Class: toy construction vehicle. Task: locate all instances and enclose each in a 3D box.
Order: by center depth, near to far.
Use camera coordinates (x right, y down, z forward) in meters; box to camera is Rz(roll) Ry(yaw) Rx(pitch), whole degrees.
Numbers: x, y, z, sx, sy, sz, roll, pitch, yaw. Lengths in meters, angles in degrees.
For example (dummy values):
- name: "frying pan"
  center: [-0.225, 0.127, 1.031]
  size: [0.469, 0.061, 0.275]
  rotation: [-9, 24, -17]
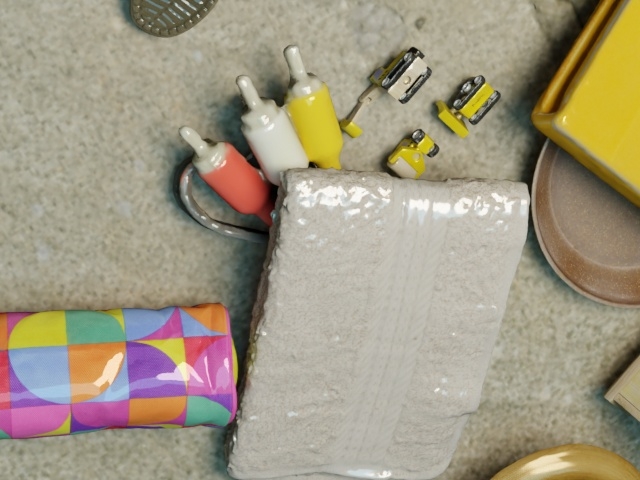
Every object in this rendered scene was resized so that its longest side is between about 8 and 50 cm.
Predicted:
- name: "toy construction vehicle"
  center: [0.073, -0.100, 1.046]
  size: [0.086, 0.035, 0.098]
  rotation: [36, 98, -31]

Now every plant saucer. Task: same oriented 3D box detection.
- name: "plant saucer"
  center: [0.254, -0.045, 1.100]
  size: [0.198, 0.036, 0.198]
  rotation: [-4, 108, -12]

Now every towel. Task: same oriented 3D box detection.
- name: "towel"
  center: [0.036, 0.074, 1.043]
  size: [0.187, 0.049, 0.282]
  rotation: [3, 122, -15]

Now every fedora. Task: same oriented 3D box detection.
- name: "fedora"
  center: [0.181, 0.240, 1.145]
  size: [0.194, 0.079, 0.194]
  rotation: [-4, 113, -10]

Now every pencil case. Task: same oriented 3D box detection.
- name: "pencil case"
  center: [-0.179, 0.096, 1.010]
  size: [0.236, 0.104, 0.104]
  rotation: [-1, 107, -11]

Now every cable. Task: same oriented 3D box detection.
- name: "cable"
  center: [0.000, 0.000, 1.034]
  size: [0.139, 0.072, 0.287]
  rotation: [-36, 111, 2]

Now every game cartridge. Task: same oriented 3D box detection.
- name: "game cartridge"
  center: [0.350, -0.116, 1.065]
  size: [0.323, 0.052, 0.285]
  rotation: [36, 82, -23]

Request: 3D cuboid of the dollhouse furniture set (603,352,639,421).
- name: "dollhouse furniture set"
  center: [0.369, 0.172, 1.156]
  size: [0.212, 0.161, 0.242]
  rotation: [-49, 138, 4]

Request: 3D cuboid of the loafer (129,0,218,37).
- name: "loafer"
  center: [-0.081, -0.205, 0.967]
  size: [0.056, 0.050, 0.148]
  rotation: [33, 112, -17]
